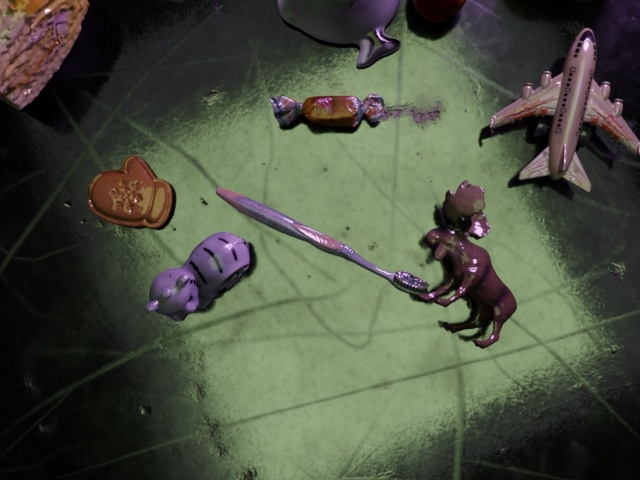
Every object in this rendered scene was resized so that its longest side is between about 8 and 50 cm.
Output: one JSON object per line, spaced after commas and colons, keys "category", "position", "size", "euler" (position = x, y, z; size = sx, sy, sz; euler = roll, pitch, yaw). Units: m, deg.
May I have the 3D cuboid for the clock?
{"category": "clock", "position": [-0.185, 0.054, 1.023], "size": [0.176, 0.117, 0.080], "euler": [-40, 85, -2]}

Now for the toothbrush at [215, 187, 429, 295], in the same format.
{"category": "toothbrush", "position": [0.000, 0.000, 1.062], "size": [0.375, 0.037, 0.028], "euler": [25, 67, 6]}

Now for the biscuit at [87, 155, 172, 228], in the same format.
{"category": "biscuit", "position": [-0.309, -0.080, 1.088], "size": [0.140, 0.023, 0.118], "euler": [4, 86, 4]}

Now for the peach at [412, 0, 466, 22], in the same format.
{"category": "peach", "position": [0.191, -0.400, 1.057], "size": [0.100, 0.101, 0.101], "euler": [0, 85, 3]}

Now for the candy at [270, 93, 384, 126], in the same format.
{"category": "candy", "position": [0.011, -0.208, 1.073], "size": [0.182, 0.046, 0.053], "euler": [1, 82, -2]}

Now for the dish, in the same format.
{"category": "dish", "position": [0.042, -0.409, 1.071], "size": [0.224, 0.078, 0.246], "euler": [-28, 85, -1]}

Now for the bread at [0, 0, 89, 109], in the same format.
{"category": "bread", "position": [-0.580, -0.399, 1.057], "size": [0.375, 0.165, 0.237], "euler": [29, 85, 6]}

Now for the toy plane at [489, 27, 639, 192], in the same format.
{"category": "toy plane", "position": [0.383, -0.202, 1.031], "size": [0.228, 0.092, 0.244], "euler": [12, 85, 6]}

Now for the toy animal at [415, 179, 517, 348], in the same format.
{"category": "toy animal", "position": [0.226, 0.036, 1.017], "size": [0.186, 0.093, 0.214], "euler": [-46, 105, -14]}
